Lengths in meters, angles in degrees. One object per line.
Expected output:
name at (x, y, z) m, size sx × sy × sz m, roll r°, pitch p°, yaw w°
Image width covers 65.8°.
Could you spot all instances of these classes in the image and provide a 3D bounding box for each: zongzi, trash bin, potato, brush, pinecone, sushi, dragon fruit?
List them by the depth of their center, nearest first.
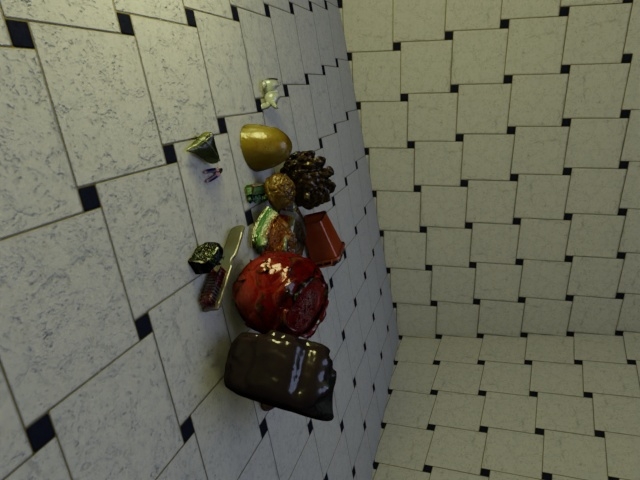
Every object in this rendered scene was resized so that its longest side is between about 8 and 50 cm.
sushi at (-0.319, 0.047, 1.419) m, size 0.083 × 0.085 × 0.056 m, roll -77°, pitch 155°, yaw -46°
zongzi at (-0.350, -0.254, 1.472) m, size 0.113 × 0.052 × 0.104 m, roll -58°, pitch 147°, yaw -40°
brush at (-0.300, 0.071, 1.512) m, size 0.050 × 0.060 × 0.321 m, roll 53°, pitch 35°, yaw -39°
dragon fruit at (-0.131, 0.180, 1.617) m, size 0.296 × 0.302 × 0.295 m, roll 2°, pitch 90°, yaw -69°
potato at (-0.182, -0.347, 1.824) m, size 0.203 × 0.158 × 0.178 m, roll 58°, pitch 33°, yaw -61°
pinecone at (-0.063, -0.264, 2.052) m, size 0.257 × 0.243 × 0.243 m, roll 60°, pitch 7°, yaw 28°
trash bin at (0.000, 0.000, 2.278) m, size 0.184 × 0.161 × 0.238 m, roll -67°, pitch 139°, yaw -55°

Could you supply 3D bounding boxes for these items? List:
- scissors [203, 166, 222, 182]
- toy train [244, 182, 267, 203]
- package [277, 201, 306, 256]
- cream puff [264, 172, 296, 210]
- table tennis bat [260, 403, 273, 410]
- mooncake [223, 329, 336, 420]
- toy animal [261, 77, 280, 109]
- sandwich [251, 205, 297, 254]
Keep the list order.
scissors at (-0.333, -0.211, 1.552) m, size 0.113 × 0.012 × 0.039 m, roll -51°, pitch 133°, yaw -64°
toy train at (-0.229, -0.174, 1.811) m, size 0.148 × 0.038 × 0.070 m, roll -27°, pitch 111°, yaw -71°
package at (-0.117, -0.035, 2.000) m, size 0.288 × 0.109 × 0.223 m, roll 58°, pitch 36°, yaw -55°
cream puff at (-0.145, -0.186, 1.844) m, size 0.126 × 0.103 × 0.144 m, roll -75°, pitch 149°, yaw -54°
table tennis bat at (-0.185, 0.536, 1.808) m, size 0.170 × 0.119 × 0.107 m, roll -3°, pitch 115°, yaw -49°
mooncake at (-0.112, 0.408, 1.509) m, size 0.381 × 0.351 × 0.212 m, roll 98°, pitch 3°, yaw -66°
toy animal at (-0.194, -0.576, 1.962) m, size 0.085 × 0.071 × 0.124 m, roll -23°, pitch 107°, yaw -71°
sandwich at (-0.160, -0.028, 1.797) m, size 0.109 × 0.160 × 0.184 m, roll 89°, pitch 13°, yaw -69°
